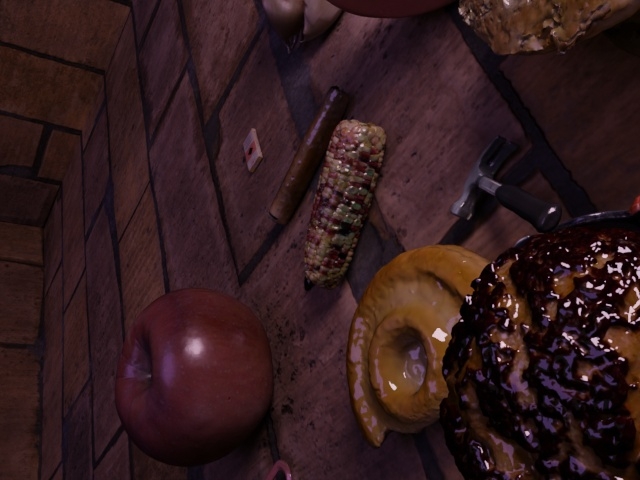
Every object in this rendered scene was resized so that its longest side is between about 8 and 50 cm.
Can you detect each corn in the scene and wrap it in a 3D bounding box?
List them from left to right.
[{"bbox_3d":[0.031,-0.053,0.922,0.086,0.086,0.253,30,109,55],"label":"corn"}]

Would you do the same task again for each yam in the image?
[{"bbox_3d":[-0.021,-0.139,1.057,0.264,0.046,0.046,-60,38,27],"label":"yam"}]

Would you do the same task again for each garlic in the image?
[{"bbox_3d":[-0.022,-0.487,1.100,0.237,0.210,0.292,52,127,6],"label":"garlic"}]

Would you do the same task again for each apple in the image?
[{"bbox_3d":[-0.207,0.233,1.066,0.305,0.235,0.306,-19,66,50],"label":"apple"}]

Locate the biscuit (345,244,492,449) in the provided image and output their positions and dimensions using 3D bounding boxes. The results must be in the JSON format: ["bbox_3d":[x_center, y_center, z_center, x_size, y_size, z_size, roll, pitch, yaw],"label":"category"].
[{"bbox_3d":[0.116,0.117,0.739,0.274,0.091,0.213,-51,45,40],"label":"biscuit"}]

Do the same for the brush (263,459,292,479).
[{"bbox_3d":[-0.095,0.442,1.011,0.233,0.047,0.103,-60,38,25],"label":"brush"}]

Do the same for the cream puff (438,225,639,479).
[{"bbox_3d":[0.188,0.110,0.434,0.239,0.165,0.239,20,116,47],"label":"cream puff"}]

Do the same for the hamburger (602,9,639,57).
[{"bbox_3d":[0.322,-0.287,0.499,0.265,0.134,0.285,125,150,-50],"label":"hamburger"}]

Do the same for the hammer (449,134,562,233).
[{"bbox_3d":[0.190,-0.050,0.628,0.246,0.029,0.103,-97,32,-78],"label":"hammer"}]

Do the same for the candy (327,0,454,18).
[{"bbox_3d":[0.089,-0.375,0.763,0.255,0.255,0.094,-23,64,52],"label":"candy"}]

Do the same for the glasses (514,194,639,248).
[{"bbox_3d":[0.277,0.093,0.479,0.234,0.118,0.268,-21,64,51],"label":"glasses"}]

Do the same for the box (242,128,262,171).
[{"bbox_3d":[-0.139,-0.184,1.277,0.046,0.012,0.083,-50,43,37],"label":"box"}]

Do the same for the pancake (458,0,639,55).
[{"bbox_3d":[0.220,-0.315,0.509,0.356,0.065,0.356,-167,90,-71],"label":"pancake"}]

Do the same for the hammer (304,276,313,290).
[{"bbox_3d":[0.000,0.000,1.009,0.065,0.021,0.178,30,107,54],"label":"hammer"}]
